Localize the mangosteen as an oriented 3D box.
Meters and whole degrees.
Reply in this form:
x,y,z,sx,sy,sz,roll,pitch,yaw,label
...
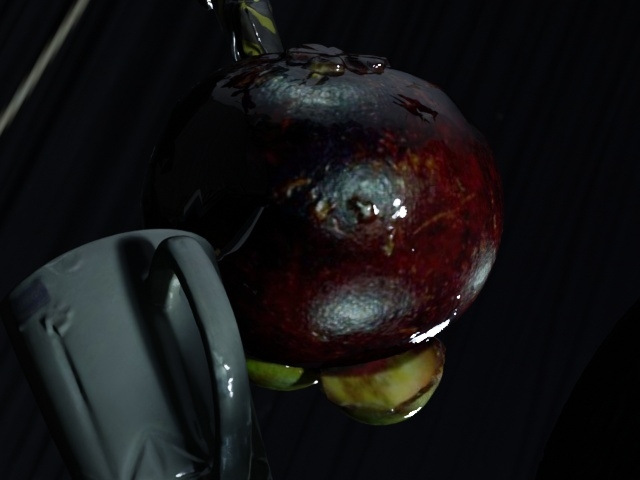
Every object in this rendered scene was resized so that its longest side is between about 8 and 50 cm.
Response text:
x,y,z,sx,sy,sz,roll,pitch,yaw,label
0.001,-0.013,1.156,0.330,0.330,0.330,20,160,8,mangosteen

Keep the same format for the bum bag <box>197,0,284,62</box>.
x,y,z,sx,sy,sz,roll,pitch,yaw,label
-0.079,-0.225,1.317,0.232,0.060,0.106,-119,7,-48,bum bag

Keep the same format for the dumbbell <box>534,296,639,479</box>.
x,y,z,sx,sy,sz,roll,pitch,yaw,label
0.284,0.161,0.647,0.322,0.203,0.204,33,159,-9,dumbbell

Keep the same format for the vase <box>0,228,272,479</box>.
x,y,z,sx,sy,sz,roll,pitch,yaw,label
-0.099,0.134,0.877,0.156,0.300,0.251,-7,151,-31,vase
